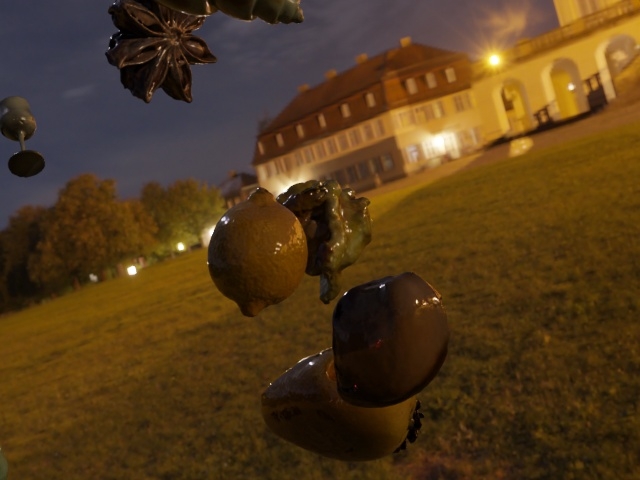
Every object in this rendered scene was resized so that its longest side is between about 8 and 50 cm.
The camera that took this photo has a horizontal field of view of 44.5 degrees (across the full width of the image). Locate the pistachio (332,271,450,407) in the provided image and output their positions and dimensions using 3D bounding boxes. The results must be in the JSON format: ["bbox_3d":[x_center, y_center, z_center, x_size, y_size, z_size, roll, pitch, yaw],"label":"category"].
[{"bbox_3d":[0.091,0.139,1.081,0.165,0.210,0.130,30,11,15],"label":"pistachio"}]

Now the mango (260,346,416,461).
[{"bbox_3d":[0.024,0.331,1.547,0.365,0.253,0.182,-19,30,36],"label":"mango"}]

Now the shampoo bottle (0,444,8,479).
[{"bbox_3d":[-0.682,0.470,1.343,0.349,0.222,0.151,-47,-12,6],"label":"shampoo bottle"}]

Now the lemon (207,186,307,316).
[{"bbox_3d":[-0.114,0.023,1.443,0.187,0.244,0.187,2,-20,1],"label":"lemon"}]

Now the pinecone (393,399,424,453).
[{"bbox_3d":[0.173,0.462,2.060,0.221,0.221,0.221,-16,2,1],"label":"pinecone"}]

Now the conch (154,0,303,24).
[{"bbox_3d":[-0.188,-0.369,0.903,0.249,0.368,0.197,-48,-16,12],"label":"conch"}]

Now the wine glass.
[{"bbox_3d":[-0.659,-0.231,1.715,0.079,0.195,0.079,-17,-37,-13],"label":"wine glass"}]

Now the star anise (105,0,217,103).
[{"bbox_3d":[-0.280,-0.349,1.336,0.109,0.223,0.236,12,15,32],"label":"star anise"}]

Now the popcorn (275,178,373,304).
[{"bbox_3d":[-0.004,-0.001,2.094,0.321,0.326,0.290,-12,18,48],"label":"popcorn"}]
